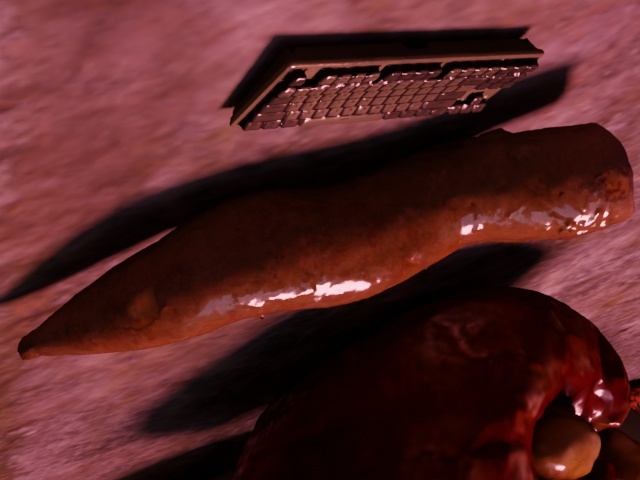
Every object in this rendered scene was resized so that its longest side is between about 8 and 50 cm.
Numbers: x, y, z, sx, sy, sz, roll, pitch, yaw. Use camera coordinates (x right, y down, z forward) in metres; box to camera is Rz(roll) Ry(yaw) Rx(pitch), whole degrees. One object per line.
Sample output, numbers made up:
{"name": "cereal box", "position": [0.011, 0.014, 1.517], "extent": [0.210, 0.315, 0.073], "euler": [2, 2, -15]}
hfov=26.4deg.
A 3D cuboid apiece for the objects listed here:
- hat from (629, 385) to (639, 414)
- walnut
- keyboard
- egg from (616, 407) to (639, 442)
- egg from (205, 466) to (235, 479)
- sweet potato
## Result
{"name": "hat", "position": [0.327, 0.218, 1.557], "extent": [0.112, 0.094, 0.162], "euler": [5, 166, -36]}
{"name": "walnut", "position": [0.075, 0.156, 0.893], "extent": [0.269, 0.222, 0.244], "euler": [-17, 159, 35]}
{"name": "keyboard", "position": [0.028, -0.061, 0.540], "extent": [0.129, 0.015, 0.049], "euler": [-8, 157, -36]}
{"name": "egg", "position": [0.206, 0.259, 1.234], "extent": [0.258, 0.258, 0.352], "euler": [-23, 163, 2]}
{"name": "egg", "position": [-0.011, 0.285, 1.118], "extent": [0.337, 0.201, 0.337], "euler": [17, 144, 12]}
{"name": "sweet potato", "position": [0.000, 0.000, 0.609], "extent": [0.281, 0.059, 0.067], "euler": [-15, -165, -12]}
